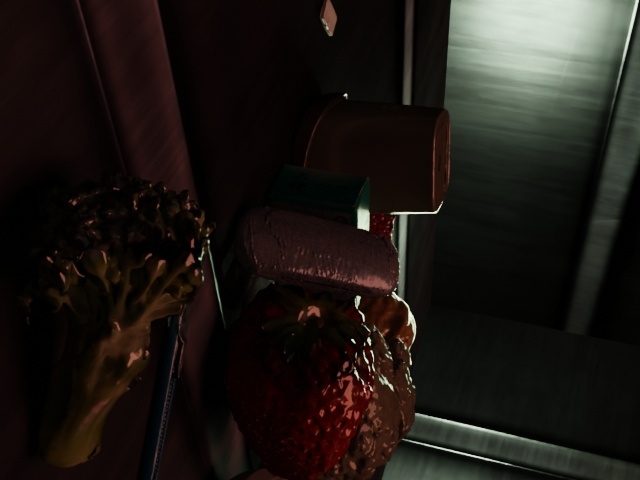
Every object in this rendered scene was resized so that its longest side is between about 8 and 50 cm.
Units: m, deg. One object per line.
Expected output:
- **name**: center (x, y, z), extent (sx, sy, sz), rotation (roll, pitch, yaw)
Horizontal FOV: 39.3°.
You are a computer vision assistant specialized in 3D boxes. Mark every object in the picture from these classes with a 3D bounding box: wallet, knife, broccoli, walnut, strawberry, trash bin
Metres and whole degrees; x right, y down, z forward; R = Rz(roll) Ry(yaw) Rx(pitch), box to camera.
- **wallet**: center (0.014, -0.395, 1.575), extent (0.083, 0.011, 0.044), rotation (40, 62, -75)
- **knife**: center (-0.196, 0.198, 1.147), extent (0.044, 0.026, 0.297), rotation (-5, 105, -88)
- **broccoli**: center (-0.206, 0.084, 0.827), extent (0.145, 0.164, 0.304), rotation (-118, -138, -58)
- **walnut**: center (0.087, 0.207, 1.925), extent (0.261, 0.225, 0.225), rotation (-57, 155, -43)
- **strawberry**: center (-0.043, 0.224, 1.370), extent (0.250, 0.238, 0.288), rotation (-50, 161, -57)
- **trash bin**: center (0.096, -0.146, 1.602), extent (0.220, 0.250, 0.219), rotation (-51, 143, -62)

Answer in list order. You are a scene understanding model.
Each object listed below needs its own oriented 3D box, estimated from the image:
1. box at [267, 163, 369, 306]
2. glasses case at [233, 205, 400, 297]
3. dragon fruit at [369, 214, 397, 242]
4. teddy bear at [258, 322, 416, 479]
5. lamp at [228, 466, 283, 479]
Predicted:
- **box**: center (0.000, 0.000, 1.522), extent (0.092, 0.153, 0.245), rotation (-66, 162, -46)
- **glasses case**: center (0.000, 0.020, 1.357), extent (0.067, 0.282, 0.109), rotation (-42, -136, 50)
- **dragon fruit**: center (0.084, -0.094, 1.838), extent (0.189, 0.163, 0.262), rotation (18, 79, -47)
- **teddy bear**: center (0.064, 0.323, 1.712), extent (0.367, 0.224, 0.357), rotation (21, 77, -63)
- **lamp**: center (-0.136, 0.458, 1.417), extent (0.246, 0.108, 0.180), rotation (-40, 143, -59)
